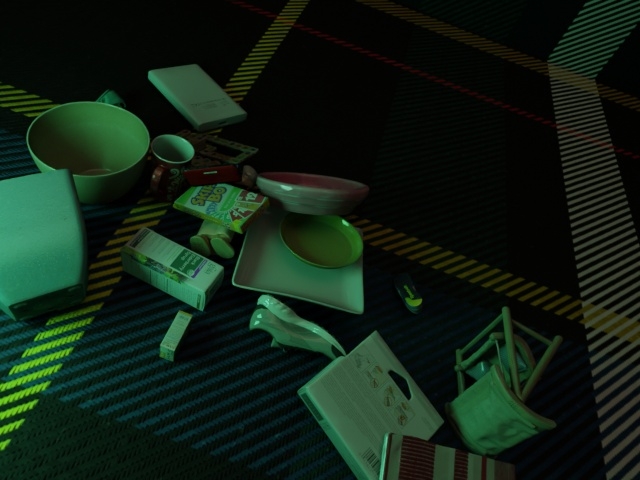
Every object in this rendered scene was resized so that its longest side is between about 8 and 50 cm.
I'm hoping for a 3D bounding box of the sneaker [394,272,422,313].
[{"bbox_3d":[0.252,0.153,1.377,0.053,0.059,0.144,-22,39,4],"label":"sneaker"}]

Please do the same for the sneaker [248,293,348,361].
[{"bbox_3d":[-0.053,0.241,1.185,0.271,0.100,0.108,30,74,2],"label":"sneaker"}]

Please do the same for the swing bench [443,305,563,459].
[{"bbox_3d":[0.424,0.345,1.142,0.165,0.253,0.254,29,49,6],"label":"swing bench"}]

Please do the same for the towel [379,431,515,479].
[{"bbox_3d":[0.268,0.564,1.014,0.329,0.037,0.237,19,59,-11],"label":"towel"}]

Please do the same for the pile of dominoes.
[{"bbox_3d":[-0.348,-0.286,1.479,0.251,0.040,0.196,19,40,23],"label":"pile of dominoes"}]

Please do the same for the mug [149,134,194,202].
[{"bbox_3d":[-0.437,-0.189,1.332,0.113,0.169,0.150,44,47,13],"label":"mug"}]

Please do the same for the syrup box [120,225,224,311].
[{"bbox_3d":[-0.370,0.071,1.202,0.237,0.096,0.093,26,49,4],"label":"syrup box"}]

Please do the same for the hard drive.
[{"bbox_3d":[-0.429,-0.505,1.674,0.203,0.040,0.307,-27,64,-39],"label":"hard drive"}]

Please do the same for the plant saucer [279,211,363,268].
[{"bbox_3d":[0.000,0.000,1.339,0.241,0.037,0.241,12,40,-10],"label":"plant saucer"}]

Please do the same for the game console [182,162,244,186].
[{"bbox_3d":[-0.292,-0.201,1.317,0.144,0.124,0.085,-7,68,1],"label":"game console"}]

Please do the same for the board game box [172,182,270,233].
[{"bbox_3d":[-0.276,-0.103,1.295,0.259,0.039,0.124,18,51,29],"label":"board game box"}]

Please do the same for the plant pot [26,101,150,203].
[{"bbox_3d":[-0.605,-0.206,1.284,0.284,0.191,0.284,9,50,-11],"label":"plant pot"}]

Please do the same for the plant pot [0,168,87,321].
[{"bbox_3d":[-0.640,0.030,1.059,0.247,0.248,0.252,-19,76,-30],"label":"plant pot"}]

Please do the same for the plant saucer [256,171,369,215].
[{"bbox_3d":[-0.025,-0.138,1.409,0.332,0.084,0.332,6,14,-2],"label":"plant saucer"}]

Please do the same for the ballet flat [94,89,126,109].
[{"bbox_3d":[-0.685,-0.376,1.472,0.087,0.083,0.247,34,50,-8],"label":"ballet flat"}]

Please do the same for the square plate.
[{"bbox_3d":[-0.049,0.048,1.332,0.344,0.049,0.347,14,41,-8],"label":"square plate"}]

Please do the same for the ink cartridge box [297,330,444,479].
[{"bbox_3d":[0.119,0.384,1.099,0.239,0.060,0.275,-31,80,-36],"label":"ink cartridge box"}]

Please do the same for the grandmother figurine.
[{"bbox_3d":[-0.264,-0.098,1.376,0.208,0.104,0.342,10,46,8],"label":"grandmother figurine"}]

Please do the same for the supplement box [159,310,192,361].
[{"bbox_3d":[-0.335,0.222,1.113,0.036,0.062,0.098,22,49,-3],"label":"supplement box"}]
